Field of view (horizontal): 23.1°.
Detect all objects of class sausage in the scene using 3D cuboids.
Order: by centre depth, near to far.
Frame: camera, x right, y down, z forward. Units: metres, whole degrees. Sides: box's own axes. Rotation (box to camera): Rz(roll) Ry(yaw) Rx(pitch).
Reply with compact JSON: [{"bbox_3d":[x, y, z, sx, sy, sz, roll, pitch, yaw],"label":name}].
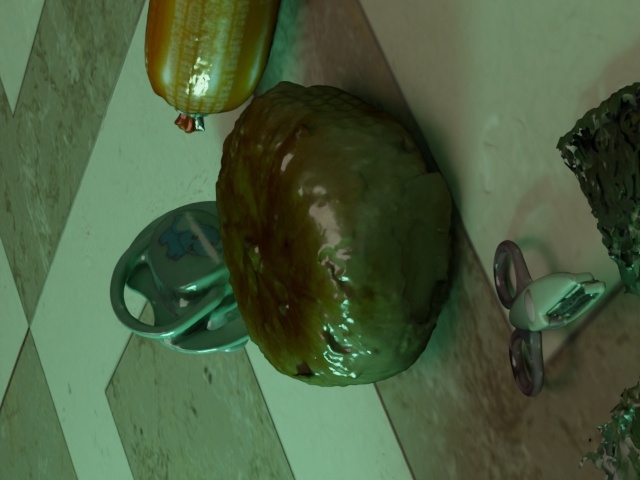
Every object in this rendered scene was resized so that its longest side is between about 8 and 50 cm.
[{"bbox_3d":[-0.062,-0.201,1.029,0.093,0.093,0.312,55,144,41],"label":"sausage"}]

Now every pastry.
[{"bbox_3d":[0.000,0.000,0.968,0.192,0.093,0.182,34,130,55],"label":"pastry"}]

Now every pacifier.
[{"bbox_3d":[-0.085,0.043,1.149,0.150,0.127,0.116,44,160,40],"label":"pacifier"}]

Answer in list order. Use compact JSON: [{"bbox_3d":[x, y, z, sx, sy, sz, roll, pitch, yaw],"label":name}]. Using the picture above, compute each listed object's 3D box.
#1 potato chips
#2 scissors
[{"bbox_3d":[0.168,0.032,0.719,0.202,0.029,0.220,15,111,61],"label":"potato chips"},{"bbox_3d":[0.112,0.032,0.785,0.176,0.022,0.085,119,143,-79],"label":"scissors"}]
